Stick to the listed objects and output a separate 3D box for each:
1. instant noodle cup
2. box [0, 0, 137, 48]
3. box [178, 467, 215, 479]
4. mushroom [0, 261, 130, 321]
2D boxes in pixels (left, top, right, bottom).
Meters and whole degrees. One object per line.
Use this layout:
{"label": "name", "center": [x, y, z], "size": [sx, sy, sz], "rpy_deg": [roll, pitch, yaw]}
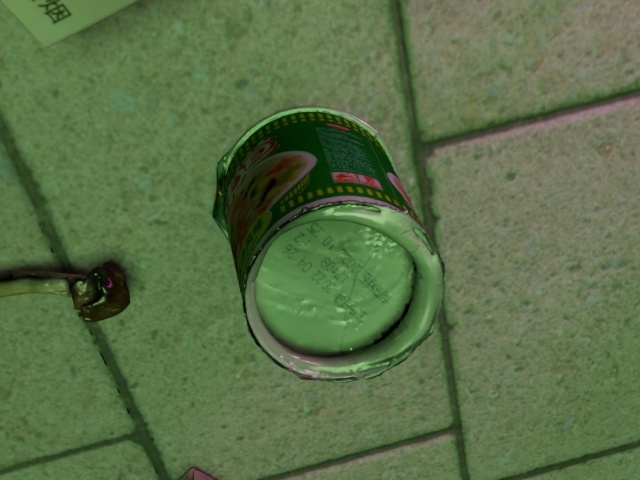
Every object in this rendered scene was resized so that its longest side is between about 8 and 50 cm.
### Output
{"label": "instant noodle cup", "center": [0.000, 0.000, 0.469], "size": [0.207, 0.232, 0.207], "rpy_deg": [-3, 113, -6]}
{"label": "box", "center": [-0.114, -0.297, 0.337], "size": [0.330, 0.095, 0.210], "rpy_deg": [-22, 141, 10]}
{"label": "box", "center": [-0.212, 0.493, 0.739], "size": [0.214, 0.069, 0.353], "rpy_deg": [41, 100, -21]}
{"label": "mushroom", "center": [-0.292, 0.053, 0.554], "size": [0.187, 0.061, 0.060], "rpy_deg": [1, 99, 4]}
